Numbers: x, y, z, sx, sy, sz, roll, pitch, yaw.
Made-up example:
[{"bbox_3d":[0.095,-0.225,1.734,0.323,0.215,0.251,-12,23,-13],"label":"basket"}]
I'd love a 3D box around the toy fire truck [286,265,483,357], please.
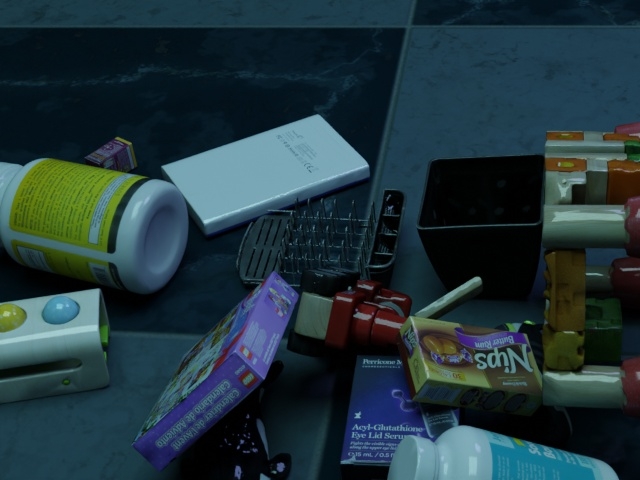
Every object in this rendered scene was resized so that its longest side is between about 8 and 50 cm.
[{"bbox_3d":[0.101,0.101,1.807,0.246,0.159,0.217,13,3,12],"label":"toy fire truck"}]

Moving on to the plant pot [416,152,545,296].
[{"bbox_3d":[0.263,-0.014,1.969,0.188,0.167,0.187,-3,38,15],"label":"plant pot"}]

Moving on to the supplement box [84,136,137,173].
[{"bbox_3d":[-0.386,-0.145,2.328,0.043,0.055,0.083,24,46,35],"label":"supplement box"}]

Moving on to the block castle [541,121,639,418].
[{"bbox_3d":[0.410,0.020,1.713,0.212,0.303,0.453,0,19,11],"label":"block castle"}]

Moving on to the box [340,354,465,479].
[{"bbox_3d":[0.114,0.260,1.691,0.153,0.108,0.207,0,38,8],"label":"box"}]

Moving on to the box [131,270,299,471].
[{"bbox_3d":[-0.136,0.171,1.718,0.201,0.057,0.293,-43,8,19],"label":"box"}]

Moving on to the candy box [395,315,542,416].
[{"bbox_3d":[0.200,0.168,1.674,0.186,0.053,0.109,10,43,-22],"label":"candy box"}]

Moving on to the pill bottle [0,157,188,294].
[{"bbox_3d":[-0.402,-0.033,2.076,0.333,0.188,0.188,12,41,22],"label":"pill bottle"}]

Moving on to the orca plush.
[{"bbox_3d":[-0.108,0.257,1.730,0.151,0.102,0.287,9,40,18],"label":"orca plush"}]

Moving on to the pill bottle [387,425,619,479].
[{"bbox_3d":[0.217,0.307,1.510,0.264,0.146,0.146,16,35,-16],"label":"pill bottle"}]

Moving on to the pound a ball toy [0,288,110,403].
[{"bbox_3d":[-0.487,0.131,1.920,0.319,0.136,0.208,-7,38,-3],"label":"pound a ball toy"}]

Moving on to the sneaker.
[{"bbox_3d":[0.321,0.185,1.780,0.097,0.084,0.235,-11,38,-10],"label":"sneaker"}]

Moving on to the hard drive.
[{"bbox_3d":[-0.100,-0.121,2.268,0.318,0.040,0.210,-20,40,-18],"label":"hard drive"}]

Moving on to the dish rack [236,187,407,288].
[{"bbox_3d":[0.000,0.000,2.072,0.271,0.074,0.208,2,38,11],"label":"dish rack"}]
